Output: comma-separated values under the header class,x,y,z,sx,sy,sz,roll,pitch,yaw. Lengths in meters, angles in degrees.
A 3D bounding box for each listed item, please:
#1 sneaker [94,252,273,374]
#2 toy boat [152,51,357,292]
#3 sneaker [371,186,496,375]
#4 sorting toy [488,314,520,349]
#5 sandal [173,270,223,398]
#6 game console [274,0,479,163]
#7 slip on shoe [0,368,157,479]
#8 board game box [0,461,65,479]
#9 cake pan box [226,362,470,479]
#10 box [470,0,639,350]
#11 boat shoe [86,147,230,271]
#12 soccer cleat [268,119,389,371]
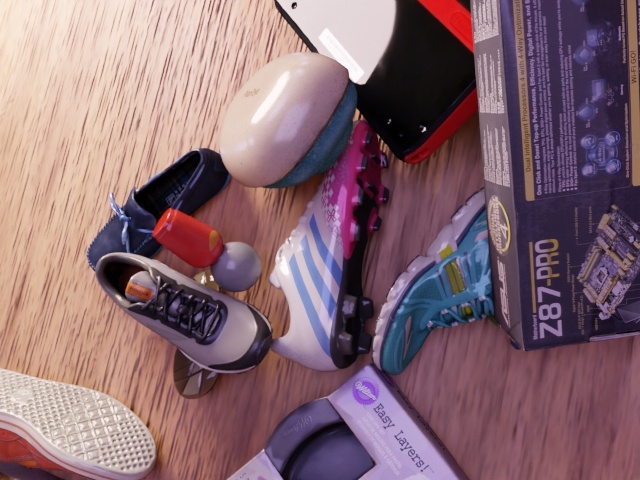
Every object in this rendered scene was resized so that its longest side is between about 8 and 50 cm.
class,x,y,z,sx,sy,sz,roll,pitch,yaw
sneaker,-0.184,0.092,0.750,0.271,0.108,0.100,21,78,24
toy boat,-0.072,-0.089,0.751,0.148,0.267,0.318,34,93,-24
sneaker,0.164,0.057,0.697,0.110,0.107,0.275,40,93,28
sorting toy,0.252,0.105,0.713,0.102,0.042,0.061,25,72,30
sandal,-0.160,0.132,0.815,0.072,0.049,0.180,-8,64,17
game console,0.130,-0.337,0.740,0.342,0.060,0.386,-47,58,24
slip on shoe,-0.383,0.274,0.826,0.331,0.123,0.101,13,116,12
board game box,-0.503,0.335,0.729,0.318,0.319,0.066,14,84,16
cake pan box,0.049,0.320,0.713,0.246,0.070,0.267,-39,73,4
box,0.330,-0.103,0.584,0.318,0.097,0.395,-10,103,-2
boat shoe,-0.253,-0.052,0.846,0.258,0.089,0.109,-46,72,4
soccer cleat,0.000,0.000,0.757,0.143,0.116,0.331,3,78,26
